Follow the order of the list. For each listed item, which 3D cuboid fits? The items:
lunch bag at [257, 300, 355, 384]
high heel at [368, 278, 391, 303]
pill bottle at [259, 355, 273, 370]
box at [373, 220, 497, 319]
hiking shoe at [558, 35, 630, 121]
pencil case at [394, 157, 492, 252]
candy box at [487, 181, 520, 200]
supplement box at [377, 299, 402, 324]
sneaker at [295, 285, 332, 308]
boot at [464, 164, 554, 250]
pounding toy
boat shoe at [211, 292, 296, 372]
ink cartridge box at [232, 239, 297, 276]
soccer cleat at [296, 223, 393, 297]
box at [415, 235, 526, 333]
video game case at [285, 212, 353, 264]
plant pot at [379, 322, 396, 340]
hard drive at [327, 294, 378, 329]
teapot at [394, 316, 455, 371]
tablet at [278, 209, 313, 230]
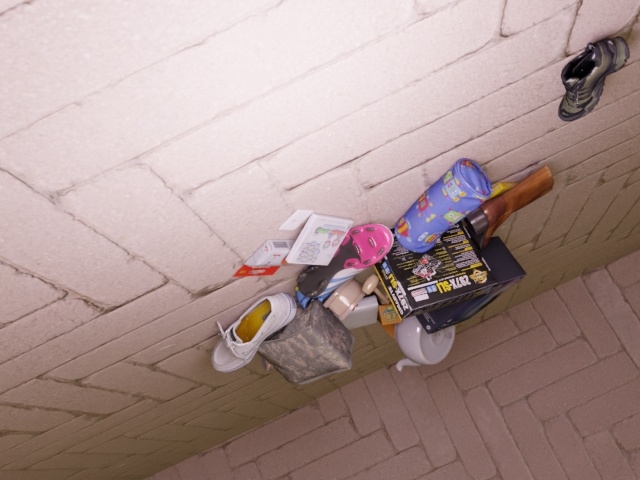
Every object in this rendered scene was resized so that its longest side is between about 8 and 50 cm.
[{"bbox_3d":[-0.067,0.340,1.920,0.287,0.169,0.235,-25,121,28],"label":"lunch bag"},{"bbox_3d":[0.282,0.164,2.074,0.186,0.093,0.261,-13,172,-10],"label":"high heel"},{"bbox_3d":[-0.149,0.440,2.270,0.160,0.087,0.087,-14,155,-22],"label":"pill bottle"},{"bbox_3d":[0.321,0.068,1.712,0.322,0.257,0.079,-13,156,-27],"label":"box"},{"bbox_3d":[0.568,-0.354,1.294,0.114,0.086,0.227,-4,147,-13],"label":"hiking shoe"},{"bbox_3d":[0.326,-0.082,1.563,0.133,0.119,0.306,20,139,-19],"label":"pencil case"},{"bbox_3d":[0.579,-0.138,1.818,0.206,0.027,0.105,-3,146,-41],"label":"candy box"},{"bbox_3d":[0.242,0.259,2.165,0.078,0.080,0.233,-9,177,0],"label":"supplement box"},{"bbox_3d":[0.024,0.137,1.794,0.209,0.082,0.069,-30,155,9],"label":"sneaker"},{"bbox_3d":[0.574,-0.099,1.793,0.280,0.096,0.264,-34,148,3],"label":"boot"},{"bbox_3d":[0.108,0.199,1.824,0.154,0.155,0.269,-47,174,-17],"label":"pounding toy"},{"bbox_3d":[-0.242,0.286,1.782,0.367,0.136,0.156,-40,153,25],"label":"boat shoe"},{"bbox_3d":[-0.124,0.061,1.527,0.145,0.045,0.179,0,144,-45],"label":"ink cartridge box"},{"bbox_3d":[0.074,0.049,1.642,0.331,0.116,0.143,-34,171,27],"label":"soccer cleat"},{"bbox_3d":[0.490,0.150,2.001,0.296,0.183,0.294,-8,148,-47],"label":"box"},{"bbox_3d":[0.000,0.000,1.486,0.157,0.019,0.143,6,121,-51],"label":"video game case"},{"bbox_3d":[0.359,0.293,2.349,0.188,0.205,0.205,-50,150,15],"label":"plant pot"},{"bbox_3d":[0.029,0.291,2.108,0.353,0.047,0.233,-13,156,-2],"label":"hard drive"},{"bbox_3d":[0.364,0.329,2.181,0.256,0.252,0.187,-43,-150,-28],"label":"teapot"},{"bbox_3d":[-0.059,-0.048,1.403,0.054,0.006,0.083,1,146,-46],"label":"tablet"}]
